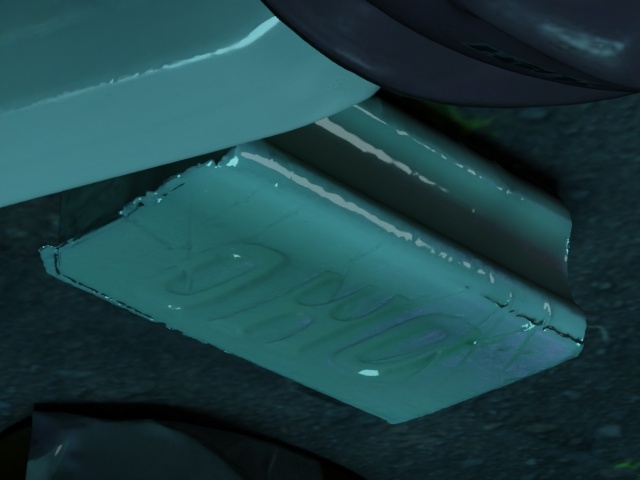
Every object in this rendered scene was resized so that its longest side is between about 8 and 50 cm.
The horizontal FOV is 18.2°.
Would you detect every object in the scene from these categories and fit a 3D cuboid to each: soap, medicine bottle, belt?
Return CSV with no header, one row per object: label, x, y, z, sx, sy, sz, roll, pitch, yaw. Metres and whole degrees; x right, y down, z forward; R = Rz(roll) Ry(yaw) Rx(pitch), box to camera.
soap,0.000,0.000,0.964,0.150,0.094,0.261,-30,140,35
medicine bottle,-0.126,-0.092,0.742,0.296,0.161,0.111,-13,147,19
belt,-0.080,0.219,1.283,0.217,0.122,0.338,-26,142,33

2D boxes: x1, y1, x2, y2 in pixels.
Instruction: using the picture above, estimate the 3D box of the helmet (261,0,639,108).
helmet,0.105,-0.160,0.522,0.271,0.197,0.338,18,109,-20
